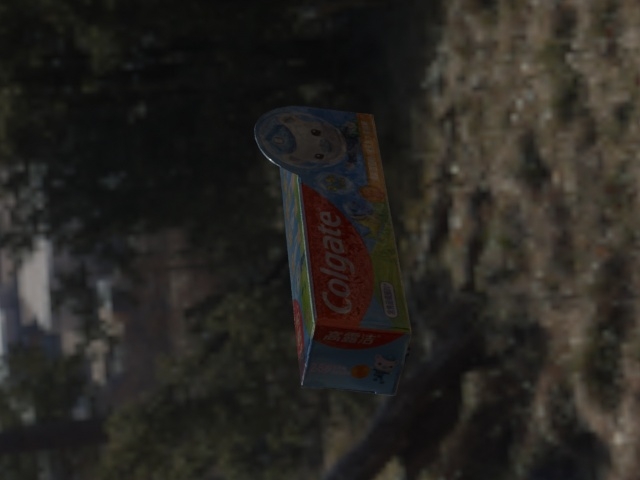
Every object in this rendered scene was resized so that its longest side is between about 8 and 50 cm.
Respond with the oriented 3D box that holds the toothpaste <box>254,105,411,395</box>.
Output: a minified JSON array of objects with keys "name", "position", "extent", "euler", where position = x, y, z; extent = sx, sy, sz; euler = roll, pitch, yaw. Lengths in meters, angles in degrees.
[{"name":"toothpaste","position":[0.000,0.000,0.931],"extent":[0.193,0.070,0.044],"euler":[-97,16,-53]}]
